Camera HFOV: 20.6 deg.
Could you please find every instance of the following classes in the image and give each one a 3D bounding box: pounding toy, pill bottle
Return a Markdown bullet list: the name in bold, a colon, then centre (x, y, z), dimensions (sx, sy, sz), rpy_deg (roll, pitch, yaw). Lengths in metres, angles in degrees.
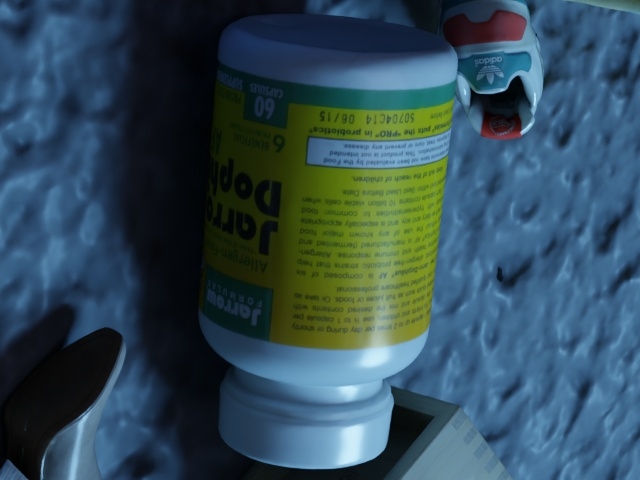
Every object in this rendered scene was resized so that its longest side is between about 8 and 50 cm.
- **pounding toy**: centre (0.016, 0.160, 0.949), dimensions (0.141, 0.130, 0.100), rpy_deg (-48, 120, -21)
- **pill bottle**: centre (0.000, 0.000, 0.869), dimensions (0.118, 0.118, 0.208), rpy_deg (-10, 112, -42)

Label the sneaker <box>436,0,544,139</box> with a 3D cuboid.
- **sneaker**: centre (0.089, -0.082, 0.922), dimensions (0.161, 0.057, 0.075), rpy_deg (60, 27, -73)

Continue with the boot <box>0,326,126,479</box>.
- **boot**: centre (-0.122, 0.110, 0.851), dimensions (0.118, 0.042, 0.087), rpy_deg (-47, 138, -20)

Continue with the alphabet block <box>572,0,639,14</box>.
- **alphabet block**: centre (0.190, -0.227, 0.914), dimensions (0.192, 0.197, 0.193), rpy_deg (-13, 114, -40)
